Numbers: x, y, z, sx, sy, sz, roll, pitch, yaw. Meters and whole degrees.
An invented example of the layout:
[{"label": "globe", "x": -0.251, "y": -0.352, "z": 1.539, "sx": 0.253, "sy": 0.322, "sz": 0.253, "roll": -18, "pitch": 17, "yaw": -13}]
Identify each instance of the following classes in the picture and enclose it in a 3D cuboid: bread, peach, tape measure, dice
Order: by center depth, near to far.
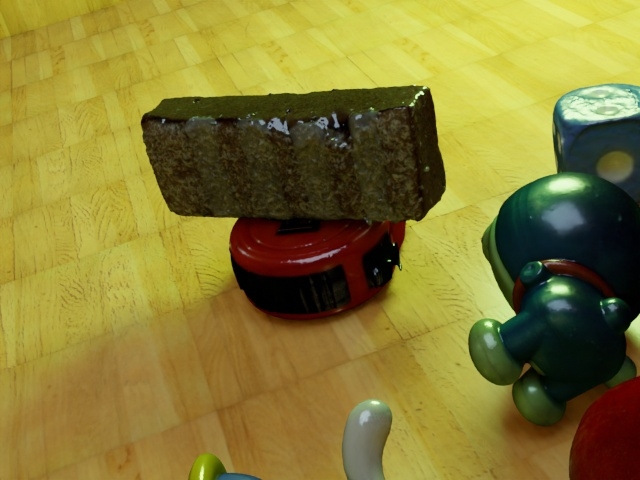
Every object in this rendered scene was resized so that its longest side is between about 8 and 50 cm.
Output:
[{"label": "peach", "x": 0.307, "y": 0.196, "z": 0.805, "sx": 0.197, "sy": 0.197, "sz": 0.197, "roll": -11, "pitch": 31, "yaw": 7}, {"label": "bread", "x": -0.045, "y": -0.114, "z": 1.269, "sx": 0.416, "sy": 0.165, "sz": 0.113, "roll": 1, "pitch": 33, "yaw": 27}, {"label": "tape measure", "x": -0.001, "y": 0.000, "z": 1.329, "sx": 0.253, "sy": 0.114, "sz": 0.260, "roll": -7, "pitch": 32, "yaw": 14}, {"label": "dice", "x": 0.409, "y": -0.138, "z": 1.349, "sx": 0.143, "sy": 0.147, "sz": 0.146, "roll": -5, "pitch": 32, "yaw": 12}]

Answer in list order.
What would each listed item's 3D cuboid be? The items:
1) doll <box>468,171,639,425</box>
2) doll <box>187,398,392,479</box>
[{"label": "doll", "x": 0.282, "y": 0.046, "z": 1.060, "sx": 0.186, "sy": 0.198, "sz": 0.322, "roll": -31, "pitch": 29, "yaw": 34}, {"label": "doll", "x": -0.033, "y": 0.320, "z": 0.827, "sx": 0.242, "sy": 0.160, "sz": 0.311, "roll": -5, "pitch": 54, "yaw": -9}]
